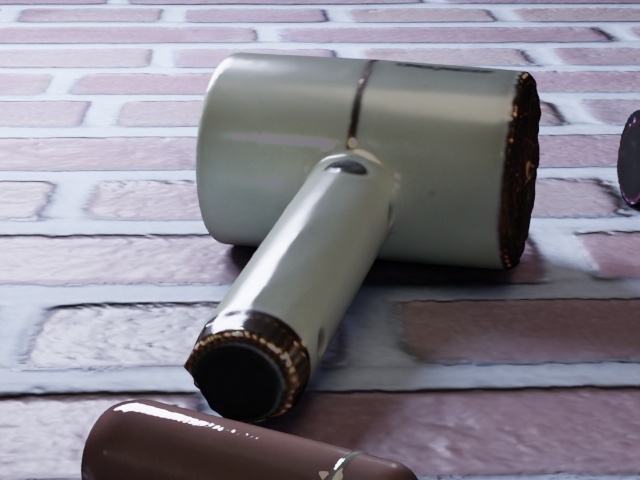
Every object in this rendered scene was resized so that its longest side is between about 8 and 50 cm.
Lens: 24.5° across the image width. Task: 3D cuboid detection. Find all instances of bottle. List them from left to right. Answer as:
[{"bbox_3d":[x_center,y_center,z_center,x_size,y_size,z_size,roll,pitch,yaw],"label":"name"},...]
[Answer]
[{"bbox_3d":[-0.029,0.102,0.600,0.140,0.053,0.053,10,21,27],"label":"bottle"}]

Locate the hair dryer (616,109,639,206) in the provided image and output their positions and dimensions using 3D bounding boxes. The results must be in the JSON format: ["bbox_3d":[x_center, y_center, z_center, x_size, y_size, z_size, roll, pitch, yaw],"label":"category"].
[{"bbox_3d":[0.291,-0.078,0.969,0.114,0.070,0.248,-3,-10,-11],"label":"hair dryer"}]

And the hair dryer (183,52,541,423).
[{"bbox_3d":[0.000,0.000,0.831,0.203,0.128,0.362,6,27,15],"label":"hair dryer"}]
